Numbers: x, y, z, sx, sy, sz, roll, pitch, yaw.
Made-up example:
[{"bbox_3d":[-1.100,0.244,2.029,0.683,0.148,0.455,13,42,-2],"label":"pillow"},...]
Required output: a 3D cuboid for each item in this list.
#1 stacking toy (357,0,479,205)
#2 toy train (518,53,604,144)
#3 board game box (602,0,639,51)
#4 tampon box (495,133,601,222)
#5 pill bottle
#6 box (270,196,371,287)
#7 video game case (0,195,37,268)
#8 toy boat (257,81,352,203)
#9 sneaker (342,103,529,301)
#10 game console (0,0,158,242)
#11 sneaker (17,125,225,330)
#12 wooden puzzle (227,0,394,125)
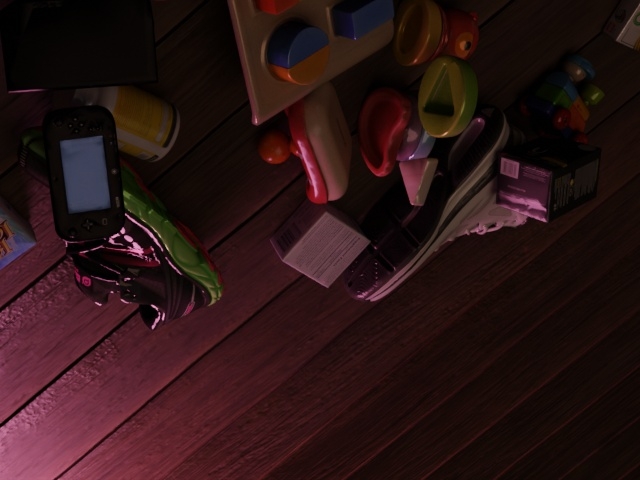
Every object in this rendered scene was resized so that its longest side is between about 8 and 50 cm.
[{"bbox_3d":[0.200,-0.226,1.873,0.130,0.279,0.309,2,128,-28],"label":"stacking toy"},{"bbox_3d":[0.498,-0.241,2.154,0.143,0.105,0.248,-54,136,-4],"label":"toy train"},{"bbox_3d":[0.684,-0.486,2.081,0.193,0.053,0.305,13,118,-35],"label":"board game box"},{"bbox_3d":[0.415,-0.118,2.028,0.161,0.120,0.101,-24,124,-40],"label":"tampon box"},{"bbox_3d":[-0.318,-0.197,1.729,0.184,0.103,0.103,22,112,-39],"label":"pill bottle"},{"bbox_3d":[0.000,0.000,2.078,0.126,0.072,0.137,-47,132,11],"label":"box"},{"bbox_3d":[-0.628,-0.003,1.743,0.269,0.061,0.244,-36,135,1],"label":"video game case"},{"bbox_3d":[-0.034,-0.166,1.907,0.151,0.151,0.231,-7,134,15],"label":"toy boat"},{"bbox_3d":[0.260,-0.023,2.135,0.257,0.169,0.447,32,103,-39],"label":"sneaker"},{"bbox_3d":[-0.335,-0.175,1.605,0.213,0.044,0.361,-6,108,-10],"label":"game console"},{"bbox_3d":[-0.338,0.001,1.821,0.202,0.185,0.483,-39,132,-1],"label":"sneaker"},{"bbox_3d":[0.002,-0.377,1.695,0.322,0.080,0.348,-36,137,-31],"label":"wooden puzzle"}]
